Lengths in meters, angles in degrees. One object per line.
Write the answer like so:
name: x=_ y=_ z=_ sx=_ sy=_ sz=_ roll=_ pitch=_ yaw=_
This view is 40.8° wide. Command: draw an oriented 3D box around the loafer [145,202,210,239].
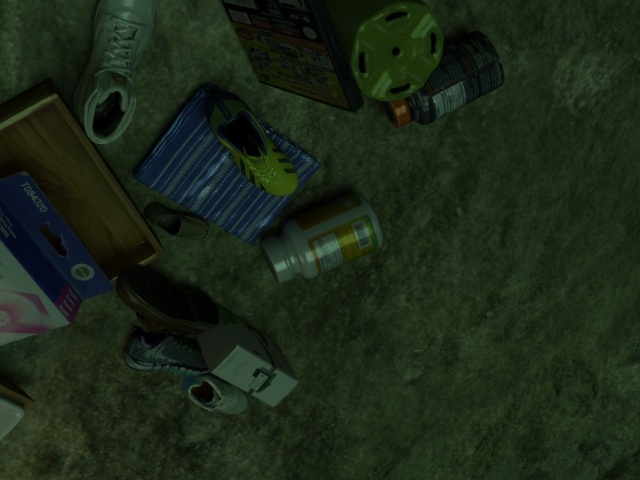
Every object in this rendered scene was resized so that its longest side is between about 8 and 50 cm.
loafer: x=-0.290 y=-0.030 z=1.764 sx=0.148 sy=0.050 sz=0.056 roll=17 pitch=113 yaw=-34

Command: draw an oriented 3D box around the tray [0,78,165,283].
tray: x=-0.481 y=-0.081 z=1.619 sx=0.202 sy=0.076 sz=0.411 roll=-30 pitch=130 yaw=-4

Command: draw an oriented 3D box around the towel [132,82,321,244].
towel: x=-0.182 y=-0.144 z=1.747 sx=0.336 sy=0.040 sz=0.243 roll=31 pitch=105 yaw=-39

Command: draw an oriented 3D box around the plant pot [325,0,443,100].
plant pot: x=0.087 y=-0.385 z=1.573 sx=0.276 sy=0.254 sz=0.276 roll=-14 pitch=128 yaw=-18

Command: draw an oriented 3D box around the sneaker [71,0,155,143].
sneaker: x=-0.339 y=-0.308 z=1.469 sx=0.108 sy=0.169 sz=0.293 roll=10 pitch=116 yaw=-30

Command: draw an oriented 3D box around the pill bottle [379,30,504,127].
pill bottle: x=0.244 y=-0.323 z=1.776 sx=0.245 sy=0.130 sz=0.130 roll=-28 pitch=130 yaw=-7

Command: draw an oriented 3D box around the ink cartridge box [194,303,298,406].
ink cartridge box: x=-0.170 y=0.263 z=1.957 sx=0.092 sy=0.160 sz=0.219 roll=-45 pitch=131 yaw=8

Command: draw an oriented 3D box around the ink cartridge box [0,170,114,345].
ink cartridge box: x=-0.606 y=0.056 z=1.592 sx=0.330 sy=0.071 sz=0.324 roll=-18 pitch=131 yaw=11

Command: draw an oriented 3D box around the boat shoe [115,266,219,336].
boat shoe: x=-0.334 y=0.147 z=1.791 sx=0.104 sy=0.111 sz=0.307 roll=-28 pitch=149 yaw=17

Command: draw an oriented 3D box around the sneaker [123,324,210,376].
sneaker: x=-0.320 y=0.242 z=1.919 sx=0.223 sy=0.083 sz=0.098 roll=6 pitch=113 yaw=-28

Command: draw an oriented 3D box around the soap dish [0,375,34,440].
soap dish: x=-0.771 y=0.364 z=1.752 sx=0.291 sy=0.118 sz=0.229 roll=-43 pitch=130 yaw=7

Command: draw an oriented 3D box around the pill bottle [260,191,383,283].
pill bottle: x=0.000 y=0.000 z=1.874 sx=0.245 sy=0.136 sz=0.136 roll=-24 pitch=130 yaw=-10

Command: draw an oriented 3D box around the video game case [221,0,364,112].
video game case: x=-0.061 y=-0.357 z=1.509 sx=0.035 sy=0.274 sz=0.248 roll=-44 pitch=133 yaw=-20

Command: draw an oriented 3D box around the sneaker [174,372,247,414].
sneaker: x=-0.252 y=0.366 z=2.031 sx=0.087 sy=0.092 sz=0.228 roll=-46 pitch=131 yaw=7

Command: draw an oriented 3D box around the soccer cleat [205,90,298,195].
soccer cleat: x=-0.125 y=-0.165 z=1.658 sx=0.093 sy=0.121 sz=0.289 roll=-36 pitch=134 yaw=2
